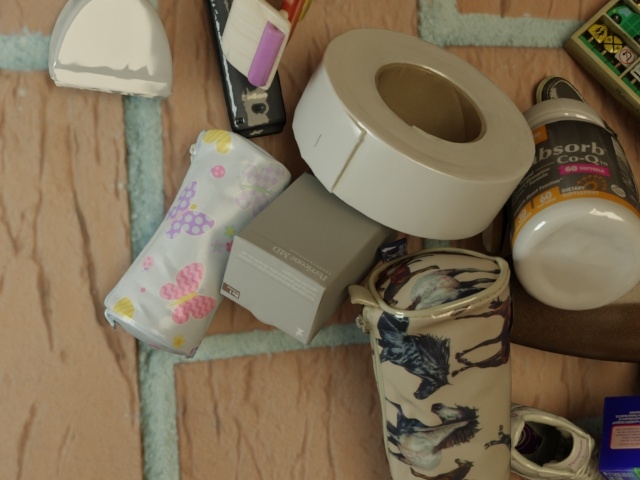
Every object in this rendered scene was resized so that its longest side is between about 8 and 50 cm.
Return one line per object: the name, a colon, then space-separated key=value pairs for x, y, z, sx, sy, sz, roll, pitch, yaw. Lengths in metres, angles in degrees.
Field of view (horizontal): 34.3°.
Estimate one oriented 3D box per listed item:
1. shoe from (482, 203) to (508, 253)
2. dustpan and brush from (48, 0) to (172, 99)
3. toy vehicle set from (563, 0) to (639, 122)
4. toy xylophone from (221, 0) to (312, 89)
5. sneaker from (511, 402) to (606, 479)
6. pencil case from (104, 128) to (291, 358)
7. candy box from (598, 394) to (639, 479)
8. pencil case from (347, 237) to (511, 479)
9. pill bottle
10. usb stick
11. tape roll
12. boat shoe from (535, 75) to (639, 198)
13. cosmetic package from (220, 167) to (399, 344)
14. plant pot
shoe: x=0.226 y=-0.091 z=1.421 sx=0.058 sy=0.076 sz=0.219 roll=0 pitch=93 yaw=19
dustpan and brush: x=-0.241 y=-0.280 z=1.222 sx=0.147 sy=0.060 sz=0.211 roll=4 pitch=96 yaw=-24
toy vehicle set: x=0.502 y=-0.242 z=1.488 sx=0.166 sy=0.035 sz=0.267 roll=-43 pitch=84 yaw=-14
toy xylophone: x=-0.019 y=-0.336 z=1.196 sx=0.081 sy=0.236 sz=0.323 roll=28 pitch=64 yaw=-1
sneaker: x=0.333 y=0.306 z=1.417 sx=0.305 sy=0.152 sz=0.114 roll=24 pitch=79 yaw=-23
pencil case: x=-0.144 y=0.002 z=1.229 sx=0.124 sy=0.113 sz=0.273 roll=31 pitch=79 yaw=-16
candy box: x=0.562 y=0.327 z=1.396 sx=0.317 sy=0.268 sz=0.122 roll=44 pitch=49 yaw=-37
pencil case: x=0.140 y=0.204 z=1.259 sx=0.183 sy=0.160 sz=0.410 roll=-4 pitch=119 yaw=4
pill bottle: x=0.314 y=-0.056 z=1.307 sx=0.162 sy=0.278 sz=0.162 roll=2 pitch=127 yaw=3
usb stick: x=-0.099 y=-0.266 z=1.282 sx=0.077 sy=0.045 sz=0.278 roll=-13 pitch=96 yaw=-23
tape roll: x=0.112 y=-0.133 z=1.254 sx=0.286 sy=0.100 sz=0.286 roll=18 pitch=40 yaw=-16
boat shoe: x=0.389 y=-0.140 z=1.476 sx=0.080 sy=0.073 sz=0.224 roll=-37 pitch=104 yaw=-19
cosmetic package: x=0.000 y=0.000 z=1.223 sx=0.127 sy=0.107 sz=0.238 roll=28 pitch=39 yaw=12
plant pot: x=0.352 y=0.071 z=1.409 sx=0.230 sy=0.215 sz=0.215 roll=-4 pitch=92 yaw=-9
